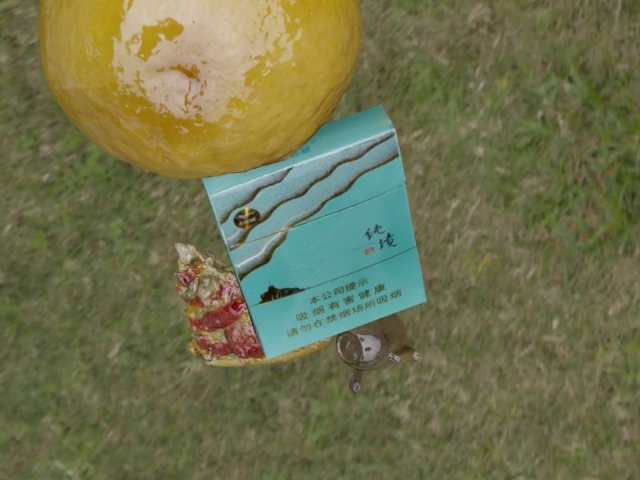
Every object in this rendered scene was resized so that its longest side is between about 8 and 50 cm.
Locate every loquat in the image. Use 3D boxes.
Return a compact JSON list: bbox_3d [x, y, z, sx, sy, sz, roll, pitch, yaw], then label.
[{"bbox_3d":[-0.078,-0.139,0.832,0.208,0.208,0.208,5,112,12],"label":"loquat"}]

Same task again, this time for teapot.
[{"bbox_3d":[0.055,0.132,1.437,0.085,0.080,0.110,38,122,28],"label":"teapot"}]

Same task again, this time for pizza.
[{"bbox_3d":[-0.099,0.077,1.400,0.188,0.062,0.199,-17,130,35],"label":"pizza"}]

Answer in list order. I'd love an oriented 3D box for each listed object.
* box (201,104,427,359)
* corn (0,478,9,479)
[{"bbox_3d":[0.000,0.000,1.121,0.162,0.041,0.229,-20,139,-5],"label":"box"},{"bbox_3d":[-0.221,0.263,1.131,0.079,0.079,0.237,-32,131,23],"label":"corn"}]
